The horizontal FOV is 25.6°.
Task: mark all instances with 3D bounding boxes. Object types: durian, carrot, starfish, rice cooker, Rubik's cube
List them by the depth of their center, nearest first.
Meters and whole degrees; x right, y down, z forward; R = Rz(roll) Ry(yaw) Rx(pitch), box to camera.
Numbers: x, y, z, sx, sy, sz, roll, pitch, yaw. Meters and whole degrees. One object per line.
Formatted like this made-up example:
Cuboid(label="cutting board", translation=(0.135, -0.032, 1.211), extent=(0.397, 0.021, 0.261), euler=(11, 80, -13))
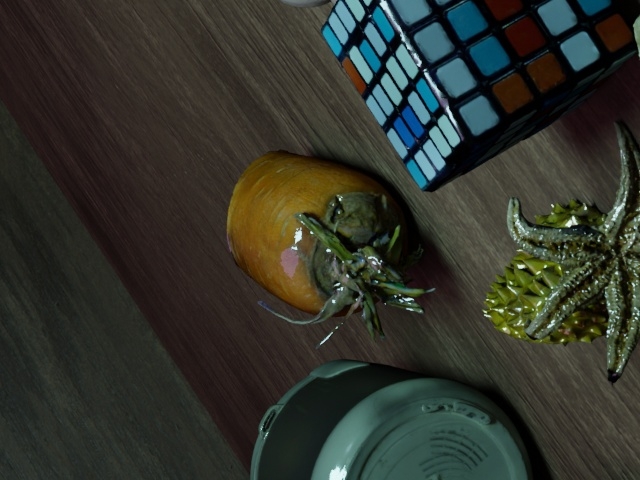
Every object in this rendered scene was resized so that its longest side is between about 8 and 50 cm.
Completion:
Cuboid(label="Rubik's cube", translation=(0.134, -0.174, 1.224), extent=(0.187, 0.182, 0.184), euler=(59, 166, 4))
Cuboid(label="starfish", translation=(0.273, 0.012, 1.297), extent=(0.057, 0.213, 0.238), euler=(-18, -61, -78))
Cuboid(label="durian", translation=(0.248, 0.048, 1.413), extent=(0.132, 0.165, 0.182), euler=(36, -160, -30))
Cuboid(label="carrot", translation=(0.000, 0.000, 1.797), extent=(0.331, 0.214, 0.193), euler=(22, 139, 55))
Cuboid(label="rice cooker", translation=(0.089, 0.326, 1.868), extent=(0.335, 0.335, 0.325), euler=(63, 160, -10))

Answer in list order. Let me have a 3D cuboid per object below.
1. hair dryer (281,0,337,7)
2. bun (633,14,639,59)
Cuboid(label="hair dryer", translation=(0.022, -0.253, 1.422), extent=(0.189, 0.107, 0.344), euler=(86, 163, -52))
Cuboid(label="bun", translation=(0.282, -0.146, 1.111), extent=(0.086, 0.055, 0.086), euler=(-16, -90, -86))
